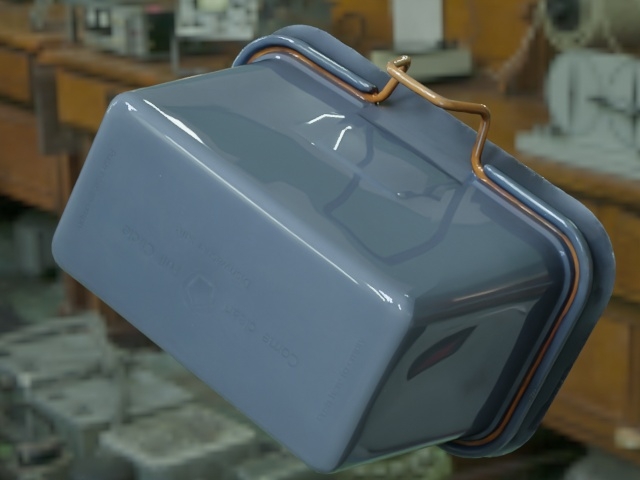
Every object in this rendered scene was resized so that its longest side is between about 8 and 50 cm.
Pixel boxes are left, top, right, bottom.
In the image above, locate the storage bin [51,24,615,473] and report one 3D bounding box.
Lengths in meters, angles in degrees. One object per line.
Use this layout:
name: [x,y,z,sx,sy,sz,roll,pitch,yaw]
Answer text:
storage bin: [0.000,0.000,0.513,0.135,0.098,0.091,36,25,22]
